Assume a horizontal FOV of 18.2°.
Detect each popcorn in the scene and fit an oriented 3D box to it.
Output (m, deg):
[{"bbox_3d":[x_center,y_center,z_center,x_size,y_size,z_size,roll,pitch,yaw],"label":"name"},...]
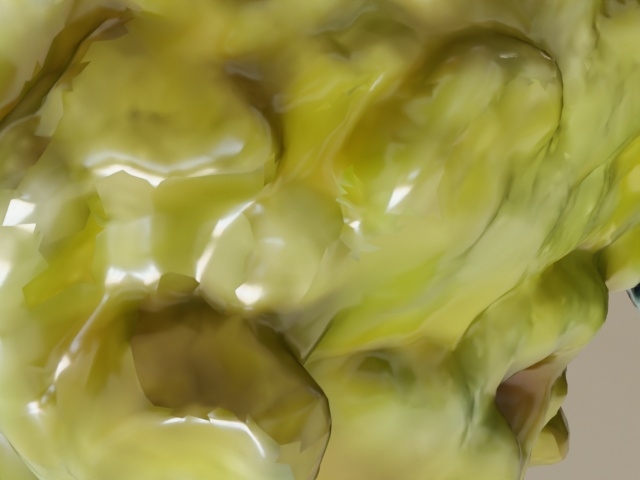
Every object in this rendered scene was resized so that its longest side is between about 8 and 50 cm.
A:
[{"bbox_3d":[0.000,0.000,0.510,0.225,0.286,0.174,-41,-120,-20],"label":"popcorn"}]

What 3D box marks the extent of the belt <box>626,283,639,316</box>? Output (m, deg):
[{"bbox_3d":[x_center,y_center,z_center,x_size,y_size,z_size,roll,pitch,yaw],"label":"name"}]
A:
[{"bbox_3d":[0.179,-0.034,0.556,0.150,0.257,0.207,-34,-94,-20],"label":"belt"}]
